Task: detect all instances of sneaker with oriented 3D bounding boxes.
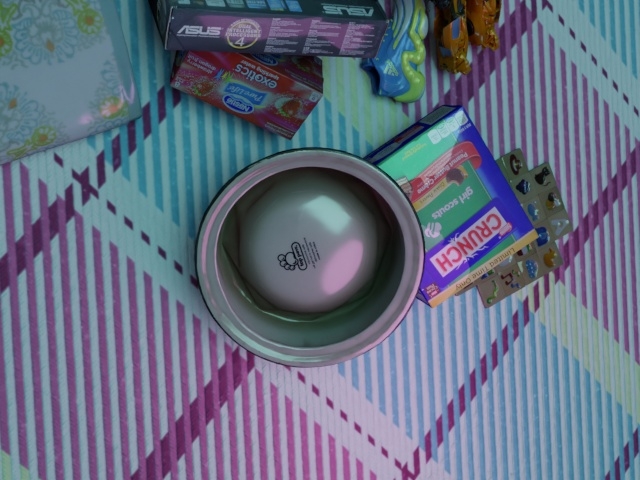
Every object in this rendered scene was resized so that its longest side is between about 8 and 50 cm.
[{"bbox_3d":[0.148,-0.399,1.765,0.126,0.091,0.240,-4,91,-20],"label":"sneaker"}]

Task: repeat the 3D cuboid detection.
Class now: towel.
[{"bbox_3d":[-0.487,-0.328,1.444,0.320,0.090,0.375,-20,123,-18],"label":"towel"}]

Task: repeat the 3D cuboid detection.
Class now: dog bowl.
[{"bbox_3d":[-0.021,0.017,1.599,0.407,0.150,0.408,-1,107,-4],"label":"dog bowl"}]

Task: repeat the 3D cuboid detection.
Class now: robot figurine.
[{"bbox_3d":[0.299,-0.490,1.747,0.211,0.085,0.291,-41,145,-25],"label":"robot figurine"}]

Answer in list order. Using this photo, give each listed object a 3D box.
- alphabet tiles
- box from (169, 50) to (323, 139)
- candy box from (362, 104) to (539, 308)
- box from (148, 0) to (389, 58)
[{"bbox_3d":[0.401,-0.028,1.913,0.342,0.011,0.285,-27,100,-20],"label":"alphabet tiles"},{"bbox_3d":[-0.132,-0.309,1.604,0.256,0.128,0.123,23,40,-21],"label":"box"},{"bbox_3d":[0.237,-0.068,1.747,0.268,0.122,0.317,-35,107,-3],"label":"candy box"},{"bbox_3d":[-0.114,-0.457,1.557,0.394,0.097,0.318,-2,50,-23],"label":"box"}]
